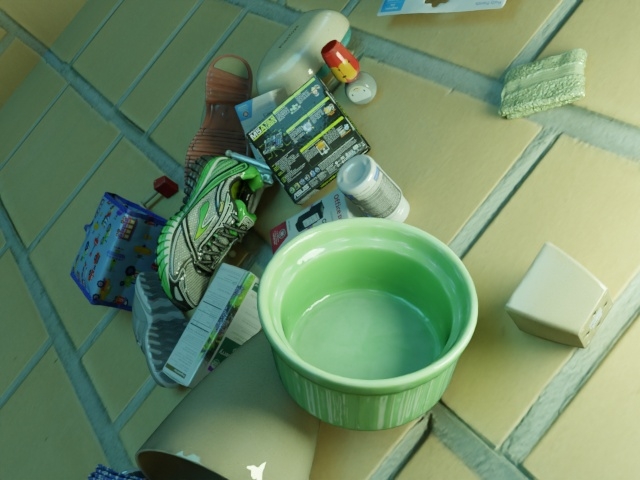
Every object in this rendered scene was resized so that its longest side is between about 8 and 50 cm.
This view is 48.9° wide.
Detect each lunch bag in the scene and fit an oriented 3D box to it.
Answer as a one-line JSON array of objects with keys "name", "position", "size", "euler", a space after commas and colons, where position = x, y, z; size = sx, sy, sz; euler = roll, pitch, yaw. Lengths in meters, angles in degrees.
[{"name": "lunch bag", "position": [-0.494, 0.012, 1.643], "size": [0.293, 0.138, 0.221], "euler": [24, 92, 47]}]

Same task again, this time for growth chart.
[{"name": "growth chart", "position": [-0.201, -0.081, 1.512], "size": [0.172, 0.021, 0.237], "euler": [27, 88, 23]}]

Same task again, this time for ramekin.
[{"name": "ramekin", "position": [0.065, 0.122, 1.017], "size": [0.303, 0.148, 0.303], "euler": [-1, 45, 1]}]

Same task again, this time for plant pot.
[{"name": "plant pot", "position": [-0.103, 0.278, 1.094], "size": [0.256, 0.256, 0.274], "euler": [-5, 42, 39]}, {"name": "plant pot", "position": [0.327, 0.084, 0.944], "size": [0.096, 0.109, 0.109], "euler": [30, 83, 34]}]

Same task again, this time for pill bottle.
[{"name": "pill bottle", "position": [0.095, -0.082, 1.228], "size": [0.078, 0.137, 0.078], "euler": [-22, 48, 27]}]

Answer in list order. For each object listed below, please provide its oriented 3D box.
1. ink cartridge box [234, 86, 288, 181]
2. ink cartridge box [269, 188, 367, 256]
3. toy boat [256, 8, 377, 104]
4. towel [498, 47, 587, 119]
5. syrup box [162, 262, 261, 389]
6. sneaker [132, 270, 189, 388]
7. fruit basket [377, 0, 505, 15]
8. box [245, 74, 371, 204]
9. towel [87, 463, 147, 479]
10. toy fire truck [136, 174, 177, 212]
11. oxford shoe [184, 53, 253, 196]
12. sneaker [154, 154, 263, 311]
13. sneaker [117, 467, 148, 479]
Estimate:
[{"name": "ink cartridge box", "position": [-0.097, -0.225, 1.510], "size": [0.104, 0.180, 0.060], "euler": [-14, 14, 34]}, {"name": "ink cartridge box", "position": [0.000, 0.000, 1.301], "size": [0.175, 0.072, 0.128], "euler": [-31, 45, 21]}, {"name": "toy boat", "position": [-0.002, -0.376, 1.534], "size": [0.267, 0.148, 0.318], "euler": [-49, 34, -5]}, {"name": "towel", "position": [0.376, -0.266, 1.195], "size": [0.148, 0.027, 0.110], "euler": [-9, 58, 37]}, {"name": "syrup box", "position": [-0.186, 0.172, 1.327], "size": [0.096, 0.093, 0.237], "euler": [15, 73, 45]}, {"name": "sneaker", "position": [-0.329, 0.197, 1.456], "size": [0.115, 0.105, 0.281], "euler": [-62, 35, 34]}, {"name": "fruit basket", "position": [0.285, -0.626, 1.428], "size": [0.327, 0.165, 0.353], "euler": [16, 77, 46]}, {"name": "box", "position": [-0.026, -0.199, 1.413], "size": [0.190, 0.045, 0.184], "euler": [-38, 78, 14]}, {"name": "towel", "position": [-0.195, 0.454, 1.058], "size": [0.335, 0.243, 0.040], "euler": [-4, 27, 39]}, {"name": "toy fire truck", "position": [-0.439, -0.064, 1.746], "size": [0.192, 0.047, 0.135], "euler": [-29, 46, 24]}, {"name": "oxford shoe", "position": [-0.227, -0.224, 1.642], "size": [0.146, 0.140, 0.397], "euler": [120, 161, -74]}, {"name": "sneaker", "position": [-0.216, -0.022, 1.388], "size": [0.146, 0.134, 0.344], "euler": [6, 65, 23]}, {"name": "sneaker", "position": [-0.361, 0.553, 1.211], "size": [0.321, 0.124, 0.180], "euler": [-53, 45, 14]}]
